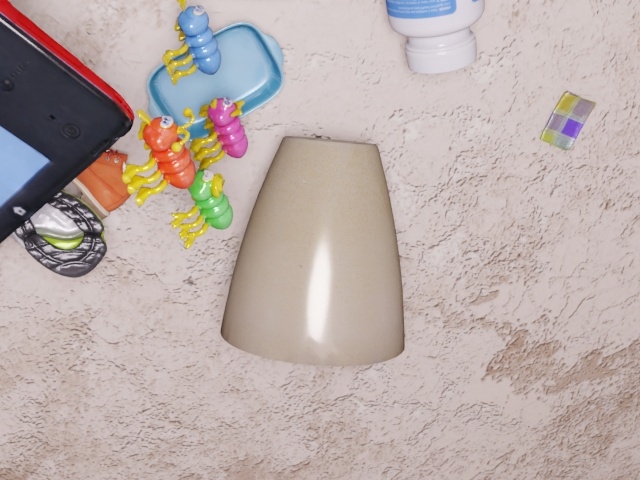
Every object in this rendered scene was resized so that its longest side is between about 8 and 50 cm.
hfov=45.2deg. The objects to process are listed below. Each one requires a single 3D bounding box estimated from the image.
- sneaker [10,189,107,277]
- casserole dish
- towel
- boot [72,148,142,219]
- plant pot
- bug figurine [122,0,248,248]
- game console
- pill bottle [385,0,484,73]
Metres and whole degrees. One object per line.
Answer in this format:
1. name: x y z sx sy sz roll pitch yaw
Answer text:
1. sneaker: -0.398 -0.068 0.977 0.111 0.121 0.300 -44 99 -14
2. casserole dish: -0.137 -0.209 1.005 0.188 0.037 0.114 -30 119 2
3. towel: 0.370 -0.179 1.151 0.060 0.009 0.083 19 111 -22
4. boot: -0.302 -0.108 1.011 0.084 0.059 0.158 -32 127 1
5. plant pot: 0.000 0.000 1.048 0.256 0.256 0.274 2 99 -14
6. bug figurine: -0.138 -0.131 0.880 0.072 0.279 0.216 -5 141 12
7. game console: -0.430 -0.124 0.768 0.386 0.060 0.342 -32 121 30
8. pill bottle: 0.138 -0.328 0.957 0.124 0.124 0.221 -14 119 -5
